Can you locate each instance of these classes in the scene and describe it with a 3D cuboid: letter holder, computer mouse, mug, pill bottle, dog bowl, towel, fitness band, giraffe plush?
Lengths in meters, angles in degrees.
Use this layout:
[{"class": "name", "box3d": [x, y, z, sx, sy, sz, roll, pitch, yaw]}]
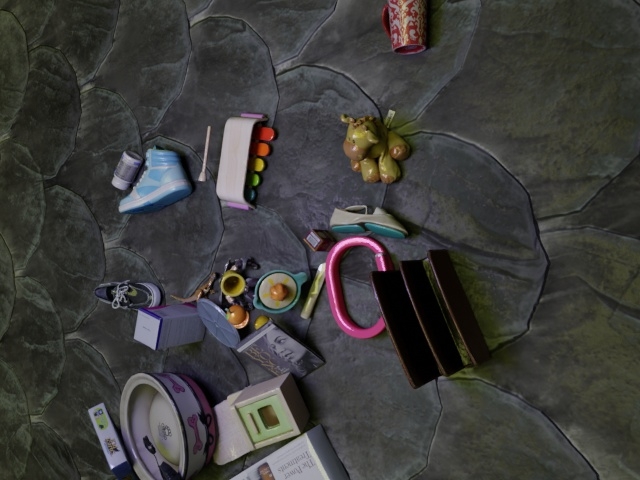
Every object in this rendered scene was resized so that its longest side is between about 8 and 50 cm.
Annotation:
[{"class": "letter holder", "box3d": [0.267, 0.188, 1.367, 0.152, 0.214, 0.302, -28, 74, 29]}, {"class": "computer mouse", "box3d": [-0.501, 0.703, 1.746, 0.242, 0.041, 0.071, 39, 139, 38]}, {"class": "mug", "box3d": [0.233, -0.594, 1.486, 0.113, 0.150, 0.170, -3, 92, -4]}, {"class": "pill bottle", "box3d": [-0.741, -0.267, 2.107, 0.078, 0.078, 0.137, 42, 110, 26]}, {"class": "dog bowl", "box3d": [-0.515, 0.634, 1.871, 0.407, 0.150, 0.409, 5, 97, 42]}, {"class": "towel", "box3d": [-0.284, 0.614, 1.816, 0.282, 0.049, 0.187, -37, 71, 27]}, {"class": "fitness band", "box3d": [0.114, 0.132, 1.564, 0.208, 0.054, 0.291, -16, 80, 32]}, {"class": "giraffe plush", "box3d": [0.132, -0.265, 1.488, 0.181, 0.170, 0.211, 9, 94, 33]}]

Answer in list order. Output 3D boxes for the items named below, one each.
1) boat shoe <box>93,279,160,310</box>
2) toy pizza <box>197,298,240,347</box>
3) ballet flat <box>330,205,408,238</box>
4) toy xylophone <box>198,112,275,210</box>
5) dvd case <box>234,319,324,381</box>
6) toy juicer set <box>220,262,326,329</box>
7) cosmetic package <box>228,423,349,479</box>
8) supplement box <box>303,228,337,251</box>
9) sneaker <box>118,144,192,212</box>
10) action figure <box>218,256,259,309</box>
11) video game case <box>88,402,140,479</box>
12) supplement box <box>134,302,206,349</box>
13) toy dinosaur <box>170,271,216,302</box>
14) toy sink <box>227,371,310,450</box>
[{"class": "boat shoe", "box3d": [-0.737, 0.204, 2.081, 0.306, 0.105, 0.113, 9, 94, 33]}, {"class": "toy pizza", "box3d": [-0.330, 0.268, 1.815, 0.201, 0.032, 0.201, 30, 142, 27]}, {"class": "ballet flat", "box3d": [0.136, -0.059, 1.542, 0.248, 0.086, 0.086, 6, 93, 34]}, {"class": "toy xylophone", "box3d": [-0.280, -0.269, 1.807, 0.236, 0.081, 0.323, 22, 101, 31]}, {"class": "dvd case", "box3d": [-0.122, 0.340, 1.646, 0.164, 0.018, 0.221, -38, 114, 27]}, {"class": "toy juicer set", "box3d": [-0.124, 0.181, 1.608, 0.089, 0.328, 0.210, -132, 41, -68]}, {"class": "cosmetic package", "box3d": [-0.082, 0.773, 1.657, 0.377, 0.097, 0.285, -40, 72, 26]}, {"class": "supplement box", "box3d": [0.000, 0.000, 1.620, 0.055, 0.083, 0.043, 46, 112, 25]}, {"class": "sneaker", "box3d": [-0.615, -0.225, 2.002, 0.318, 0.127, 0.208, -18, 81, 22]}, {"class": "action figure", "box3d": [-0.225, 0.153, 1.762, 0.284, 0.099, 0.186, 10, 102, 36]}, {"class": "video game case", "box3d": [-0.745, 0.756, 2.002, 0.244, 0.061, 0.270, 52, 154, 32]}, {"class": "supplement box", "box3d": [-0.499, 0.285, 1.859, 0.111, 0.220, 0.114, 17, 100, 32]}, {"class": "toy dinosaur", "box3d": [-0.420, 0.190, 1.914, 0.211, 0.064, 0.112, -35, 53, 18]}, {"class": "toy sink", "box3d": [-0.176, 0.520, 1.647, 0.234, 0.131, 0.153, -23, 93, 16]}]
